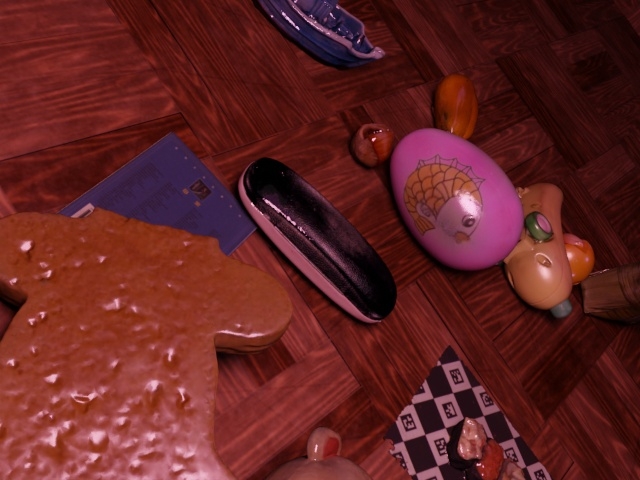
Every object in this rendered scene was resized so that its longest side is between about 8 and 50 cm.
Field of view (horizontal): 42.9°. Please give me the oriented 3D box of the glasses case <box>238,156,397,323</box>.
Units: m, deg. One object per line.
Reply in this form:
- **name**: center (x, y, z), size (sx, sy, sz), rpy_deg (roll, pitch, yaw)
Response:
- **glasses case**: center (0.000, 0.000, 1.241), size (0.314, 0.075, 0.122), rpy_deg (45, 33, -12)

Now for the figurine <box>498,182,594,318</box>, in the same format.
- **figurine**: center (0.451, 0.009, 1.607), size (0.222, 0.124, 0.324), rpy_deg (40, 39, -12)

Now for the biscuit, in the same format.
- **biscuit**: center (-0.219, 0.149, 0.903), size (0.369, 0.076, 0.393), rpy_deg (12, 53, -15)

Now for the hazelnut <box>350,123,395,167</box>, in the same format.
- **hazelnut**: center (0.093, -0.170, 1.440), size (0.086, 0.086, 0.086), rpy_deg (23, 49, -29)

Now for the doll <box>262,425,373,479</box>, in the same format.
- **doll**: center (-0.042, 0.376, 0.889), size (0.330, 0.174, 0.234), rpy_deg (-39, 121, -46)

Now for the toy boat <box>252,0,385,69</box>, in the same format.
- **toy boat**: center (-0.006, -0.432, 1.496), size (0.309, 0.142, 0.129), rpy_deg (39, 41, -13)

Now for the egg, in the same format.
- **egg**: center (0.230, -0.072, 1.419), size (0.271, 0.196, 0.196), rpy_deg (46, 39, 21)

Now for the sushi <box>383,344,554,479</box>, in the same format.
- **sushi**: center (0.254, 0.331, 1.259), size (0.290, 0.050, 0.264), rpy_deg (51, 41, 0)

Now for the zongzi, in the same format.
- **zongzi**: center (0.686, 0.115, 1.668), size (0.242, 0.221, 0.112), rpy_deg (18, 66, -34)

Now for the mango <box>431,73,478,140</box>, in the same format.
- **mango**: center (0.274, -0.263, 1.674), size (0.105, 0.084, 0.159), rpy_deg (35, 63, -41)

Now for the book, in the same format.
- **book**: center (-0.217, -0.020, 1.109), size (0.191, 0.025, 0.269), rpy_deg (48, 42, -6)
